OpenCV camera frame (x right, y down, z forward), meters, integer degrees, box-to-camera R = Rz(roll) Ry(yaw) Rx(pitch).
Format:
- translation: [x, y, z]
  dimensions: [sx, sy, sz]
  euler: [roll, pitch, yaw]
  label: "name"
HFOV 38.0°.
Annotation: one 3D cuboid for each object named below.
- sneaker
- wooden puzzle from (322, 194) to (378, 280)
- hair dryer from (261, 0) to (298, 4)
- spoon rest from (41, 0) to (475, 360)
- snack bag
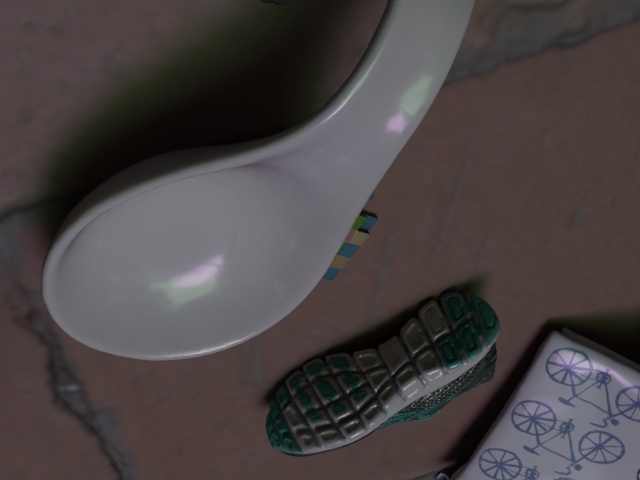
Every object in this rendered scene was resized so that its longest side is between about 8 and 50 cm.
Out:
- translation: [0.046, 0.101, 0.608]
  dimensions: [0.167, 0.065, 0.076]
  euler: [-26, 141, 4]
  label: "sneaker"
- translation: [0.000, 0.000, 0.524]
  dimensions: [0.049, 0.006, 0.083]
  euler: [17, 124, -35]
  label: "wooden puzzle"
- translation: [-0.117, -0.159, 0.257]
  dimensions: [0.224, 0.080, 0.293]
  euler: [-16, 132, 1]
  label: "hair dryer"
- translation: [-0.026, -0.033, 0.424]
  dimensions: [0.137, 0.084, 0.276]
  euler: [18, 123, -36]
  label: "spoon rest"
- translation: [0.241, 0.260, 0.733]
  dimensions: [0.323, 0.037, 0.342]
  euler: [28, 122, 2]
  label: "snack bag"
